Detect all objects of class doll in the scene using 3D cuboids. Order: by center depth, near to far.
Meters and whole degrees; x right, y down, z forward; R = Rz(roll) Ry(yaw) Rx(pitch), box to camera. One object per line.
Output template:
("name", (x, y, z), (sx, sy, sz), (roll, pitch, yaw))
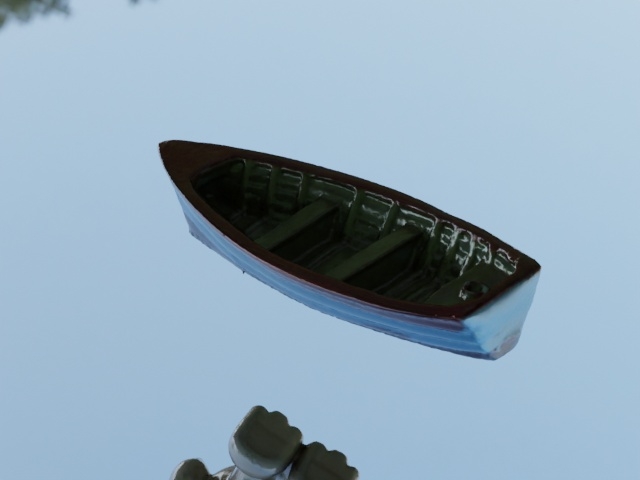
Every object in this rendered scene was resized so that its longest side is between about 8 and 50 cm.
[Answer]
("doll", (-0.062, 0.223, 1.044), (0.154, 0.278, 0.119), (40, -139, -4))

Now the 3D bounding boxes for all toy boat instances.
("toy boat", (0.000, 0.000, 1.187), (0.136, 0.079, 0.392), (-30, -146, -32))
